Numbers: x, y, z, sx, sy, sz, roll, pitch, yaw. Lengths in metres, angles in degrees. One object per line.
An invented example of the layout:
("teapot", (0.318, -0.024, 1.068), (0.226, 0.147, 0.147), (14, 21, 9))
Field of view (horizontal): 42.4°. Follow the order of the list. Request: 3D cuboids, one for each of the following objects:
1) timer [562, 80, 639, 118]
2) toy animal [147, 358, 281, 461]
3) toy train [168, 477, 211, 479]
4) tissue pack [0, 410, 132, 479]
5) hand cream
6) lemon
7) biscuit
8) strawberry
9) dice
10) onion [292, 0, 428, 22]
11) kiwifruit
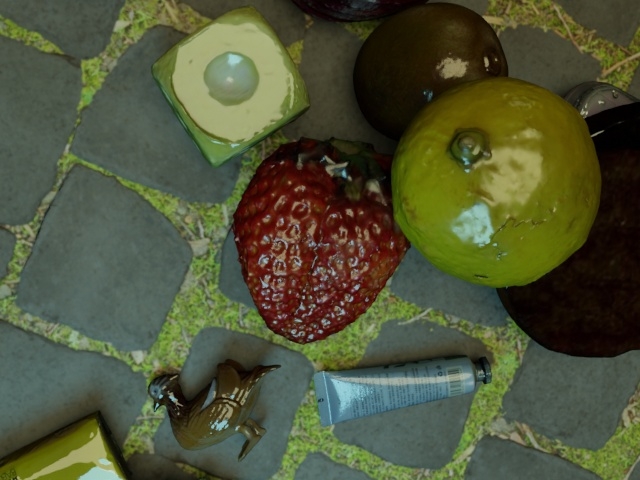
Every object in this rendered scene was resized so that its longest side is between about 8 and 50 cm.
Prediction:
("timer", (0.433, -0.131, 1.276), (0.191, 0.069, 0.208), (22, 92, -22))
("toy animal", (-0.150, 0.228, 1.217), (0.179, 0.089, 0.188), (41, 91, 4))
("toy train", (-0.219, 0.409, 1.193), (0.194, 0.081, 0.125), (0, 132, -27))
("tissue pack", (-0.370, 0.336, 1.184), (0.169, 0.082, 0.120), (-26, 95, -6))
("hand cream", (0.128, 0.222, 1.272), (0.271, 0.058, 0.091), (-10, 106, -5))
("lemon", (0.212, -0.067, 1.001), (0.260, 0.284, 0.260), (-5, 54, 7))
("biscuit", (0.443, -0.012, 1.233), (0.407, 0.091, 0.407), (-6, 115, -13))
("strawberry", (0.000, 0.000, 1.153), (0.250, 0.238, 0.288), (6, 100, -5))
("dice", (-0.124, -0.211, 1.150), (0.169, 0.169, 0.166), (-32, 96, -5))
("onion", (0.085, -0.461, 1.132), (0.282, 0.260, 0.336), (42, 86, -13))
("kiwifruit", (0.157, -0.231, 1.157), (0.196, 0.234, 0.196), (-4, 96, -35))
